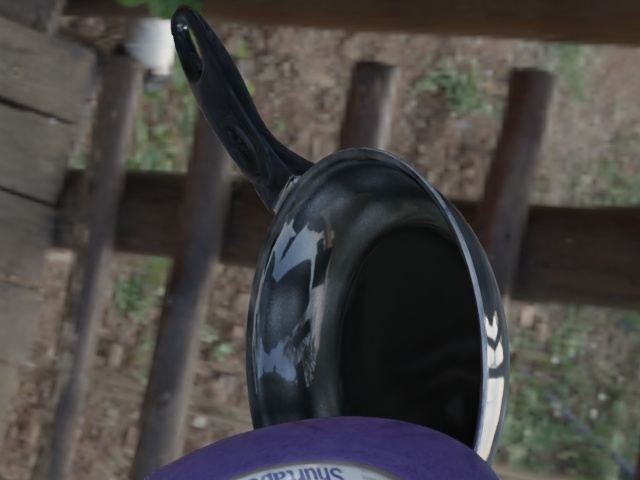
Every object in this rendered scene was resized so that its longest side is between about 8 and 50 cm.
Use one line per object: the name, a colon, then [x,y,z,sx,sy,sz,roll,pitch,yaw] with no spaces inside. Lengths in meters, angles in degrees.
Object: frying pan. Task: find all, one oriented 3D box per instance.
frying pan: [-0.006,0.028,0.810,0.053,0.326,0.197,1,115,-32]

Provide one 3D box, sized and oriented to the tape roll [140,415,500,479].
tape roll: [-0.010,0.153,0.621,0.189,0.189,0.080,-38,123,-34]
